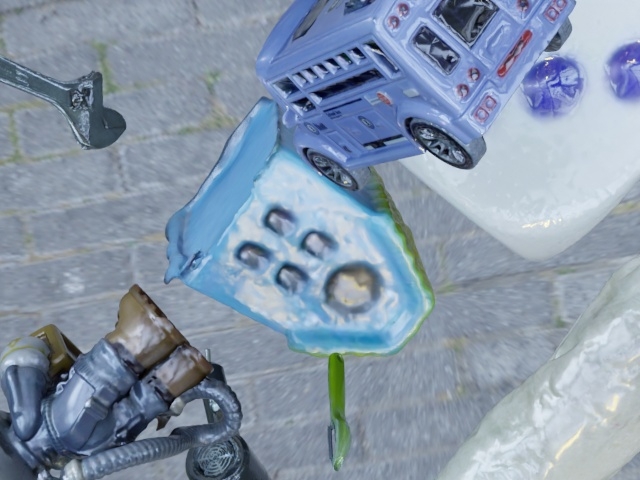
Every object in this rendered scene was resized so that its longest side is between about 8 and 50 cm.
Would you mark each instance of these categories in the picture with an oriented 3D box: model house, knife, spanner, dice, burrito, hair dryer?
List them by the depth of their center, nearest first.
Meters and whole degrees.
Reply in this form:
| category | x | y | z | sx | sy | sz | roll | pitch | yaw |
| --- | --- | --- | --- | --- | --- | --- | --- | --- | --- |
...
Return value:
| category | x | y | z | sx | sy | sz | roll | pitch | yaw |
| --- | --- | --- | --- | --- | --- | --- | --- | --- | --- |
| burrito | 0.188 | 0.105 | 0.988 | 0.392 | 0.117 | 0.076 | -49 | 45 | 12 |
| knife | 0.019 | 0.171 | 1.506 | 0.026 | 0.184 | 0.022 | -37 | 116 | 20 |
| hair dryer | -0.107 | 0.202 | 1.598 | 0.071 | 0.124 | 0.219 | -20 | 49 | 4 |
| dice | 0.223 | -0.171 | 1.600 | 0.277 | 0.304 | 0.304 | 37 | 95 | -4 |
| spanner | -0.336 | -0.180 | 1.656 | 0.026 | 0.325 | 0.093 | 11 | 83 | 40 |
| model house | 0.000 | 0.000 | 1.693 | 0.303 | 0.237 | 0.215 | 29 | 106 | -14 |

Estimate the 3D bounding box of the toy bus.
| category | x | y | z | sx | sy | sz | roll | pitch | yaw |
| --- | --- | --- | --- | --- | --- | --- | --- | --- | --- |
| toy bus | 0.047 | -0.127 | 1.022 | 0.133 | 0.292 | 0.125 | 40 | 76 | -15 |

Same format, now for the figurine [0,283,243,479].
| category | x | y | z | sx | sy | sz | roll | pitch | yaw |
| --- | --- | --- | --- | --- | --- | --- | --- | --- | --- |
| figurine | -0.290 | 0.196 | 1.385 | 0.382 | 0.186 | 0.261 | -42 | 122 | -6 |
